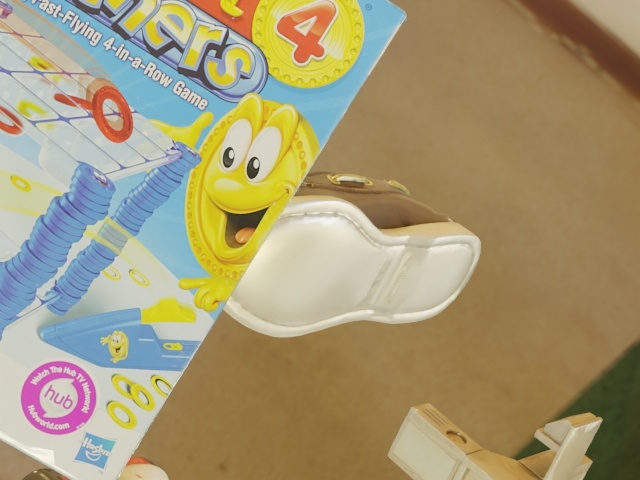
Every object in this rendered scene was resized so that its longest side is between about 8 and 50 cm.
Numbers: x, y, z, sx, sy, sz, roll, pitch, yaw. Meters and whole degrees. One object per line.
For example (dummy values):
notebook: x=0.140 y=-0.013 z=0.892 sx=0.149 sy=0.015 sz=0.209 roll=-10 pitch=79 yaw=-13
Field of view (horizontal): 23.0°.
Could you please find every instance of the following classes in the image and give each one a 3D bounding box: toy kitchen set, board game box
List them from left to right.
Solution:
board game box: x=-0.164 y=-0.074 z=0.833 sx=0.308 sy=0.302 sz=0.086 roll=31 pitch=1 yaw=-10
toy kitchen set: x=0.099 y=0.104 z=0.843 sx=0.075 sy=0.068 sz=0.083 roll=39 pitch=27 yaw=31

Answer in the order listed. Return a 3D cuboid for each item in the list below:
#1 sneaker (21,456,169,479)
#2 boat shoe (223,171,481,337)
sneaker: x=-0.198 y=0.300 z=1.631 sx=0.145 sy=0.090 sz=0.270 roll=32 pitch=7 yaw=23
boat shoe: x=0.000 y=0.000 z=1.205 sx=0.097 sy=0.116 sz=0.324 roll=40 pitch=22 yaw=31
